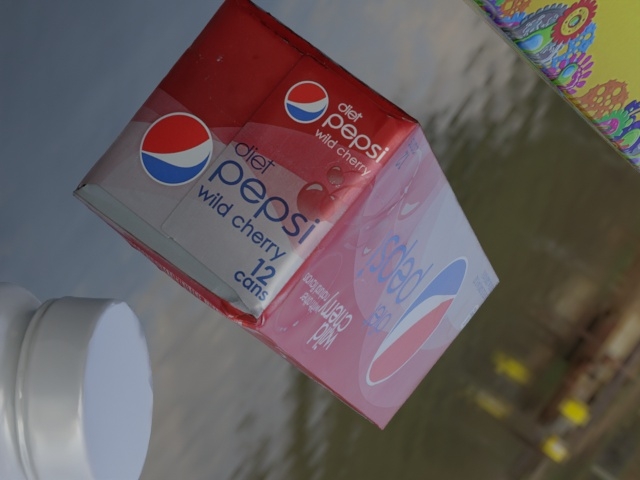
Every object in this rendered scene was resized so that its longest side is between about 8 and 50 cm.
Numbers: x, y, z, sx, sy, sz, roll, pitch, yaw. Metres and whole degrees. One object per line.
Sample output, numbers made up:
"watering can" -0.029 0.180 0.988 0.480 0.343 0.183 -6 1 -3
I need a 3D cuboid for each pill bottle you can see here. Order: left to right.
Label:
"pill bottle" -0.196 0.079 0.959 0.119 0.209 0.119 -1 90 -76

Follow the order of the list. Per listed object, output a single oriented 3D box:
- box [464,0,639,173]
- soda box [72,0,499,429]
"box" 0.054 -0.199 0.663 0.177 0.290 0.279 -46 150 7
"soda box" 0.000 0.000 0.761 0.092 0.083 0.263 -52 164 -3
